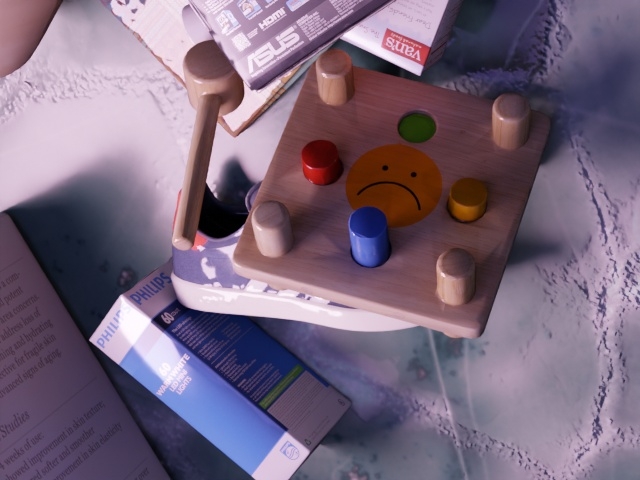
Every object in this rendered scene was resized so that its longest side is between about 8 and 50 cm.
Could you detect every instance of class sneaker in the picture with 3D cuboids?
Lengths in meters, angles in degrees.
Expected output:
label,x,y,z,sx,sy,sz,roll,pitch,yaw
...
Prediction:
label,x,y,z,sx,sy,sz,roll,pitch,yaw
sneaker,0.000,0.000,1.898,0.350,0.131,0.148,2,110,20

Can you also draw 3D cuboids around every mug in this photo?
label,x,y,z,sx,sy,sz,roll,pitch,yaw
mug,-0.093,-0.223,1.860,0.064,0.078,0.062,-29,66,24

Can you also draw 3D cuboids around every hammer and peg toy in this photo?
label,x,y,z,sx,sy,sz,roll,pitch,yaw
hammer and peg toy,0.019,-0.053,1.798,0.361,0.266,0.127,14,153,12

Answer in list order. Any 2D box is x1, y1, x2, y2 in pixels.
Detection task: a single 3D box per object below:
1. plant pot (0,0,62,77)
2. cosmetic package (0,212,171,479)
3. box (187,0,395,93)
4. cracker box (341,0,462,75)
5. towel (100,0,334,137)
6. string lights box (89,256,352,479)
label,x,y,z,sx,sy,sz,roll,pitch,yaw
plant pot,-0.365,-0.324,1.857,0.323,0.323,0.280,28,131,10
cosmetic package,-0.436,0.241,2.034,0.327,0.329,0.393,-28,95,27
box,0.003,-0.361,1.639,0.395,0.097,0.318,-32,100,32
cracker box,0.073,-0.293,1.736,0.156,0.067,0.232,27,120,12
towel,-0.064,-0.310,1.856,0.271,0.040,0.370,47,123,1
string lights box,-0.105,0.142,1.983,0.260,0.133,0.076,39,118,6
